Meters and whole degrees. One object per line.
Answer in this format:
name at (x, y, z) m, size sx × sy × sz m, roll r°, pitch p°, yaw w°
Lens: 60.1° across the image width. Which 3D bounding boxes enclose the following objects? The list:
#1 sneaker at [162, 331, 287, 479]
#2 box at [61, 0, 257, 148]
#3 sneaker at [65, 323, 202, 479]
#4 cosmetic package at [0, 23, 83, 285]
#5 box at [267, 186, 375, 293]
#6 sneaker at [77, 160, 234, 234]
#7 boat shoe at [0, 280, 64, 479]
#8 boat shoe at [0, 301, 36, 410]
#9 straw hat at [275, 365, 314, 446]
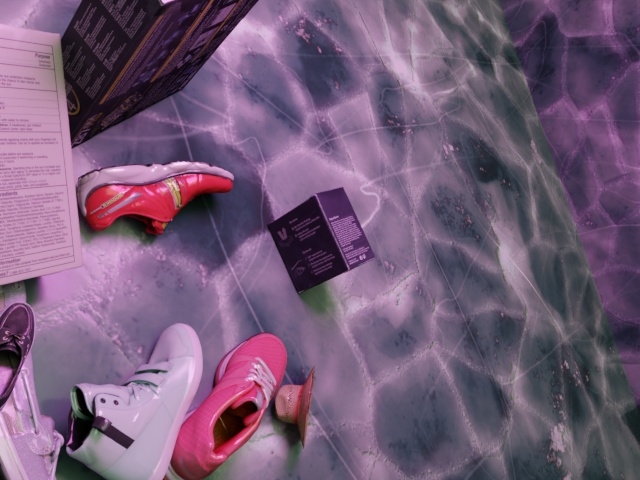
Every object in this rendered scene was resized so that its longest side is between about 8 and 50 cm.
sneaker at (-0.117, 0.255, 0.873) m, size 0.116 × 0.136 × 0.314 m, roll 53°, pitch 38°, yaw -10°
box at (-0.247, -0.313, 0.849) m, size 0.097 × 0.394 × 0.318 m, roll 50°, pitch 46°, yaw -12°
sneaker at (-0.258, 0.200, 0.775) m, size 0.151 × 0.094 × 0.256 m, roll 47°, pitch 34°, yaw -35°
cosmetic package at (-0.413, -0.105, 0.698) m, size 0.160 × 0.113 × 0.310 m, roll -15°, pitch 106°, yaw -58°
box at (0.000, 0.000, 1.096) m, size 0.093 × 0.156 × 0.158 m, roll -21°, pitch 85°, yaw -46°
sneaker at (-0.272, -0.070, 0.944) m, size 0.278 × 0.107 × 0.119 m, roll -12°, pitch 97°, yaw -42°
boat shoe at (-0.378, 0.198, 0.688) m, size 0.103 × 0.118 × 0.321 m, roll -16°, pitch 75°, yaw -42°
boat shoe at (-0.361, 0.130, 0.641) m, size 0.049 × 0.040 × 0.142 m, roll 22°, pitch 46°, yaw -30°
straw hat at (-0.049, 0.288, 0.978) m, size 0.061 × 0.145 × 0.145 m, roll 8°, pitch 58°, yaw 2°
